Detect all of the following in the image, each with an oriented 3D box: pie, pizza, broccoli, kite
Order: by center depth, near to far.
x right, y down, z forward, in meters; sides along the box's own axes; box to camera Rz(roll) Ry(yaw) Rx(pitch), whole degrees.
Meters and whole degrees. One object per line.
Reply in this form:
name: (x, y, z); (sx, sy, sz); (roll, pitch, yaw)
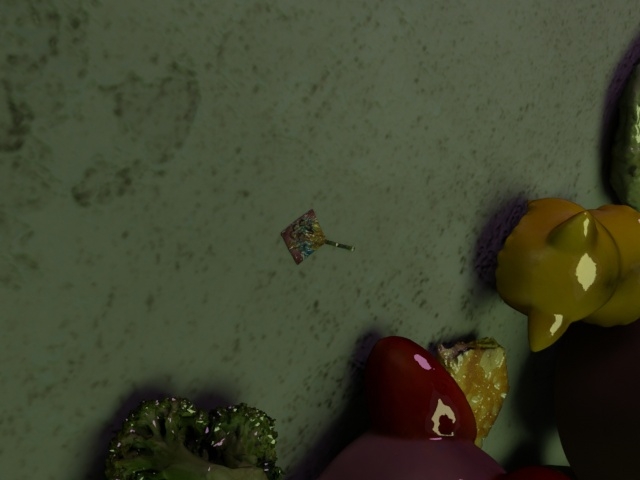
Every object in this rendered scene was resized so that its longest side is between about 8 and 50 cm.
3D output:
broccoli: (-0.088, 0.186, 0.446); (0.146, 0.138, 0.162); (-13, 76, -40)
kite: (-0.003, 0.005, 0.527); (0.078, 0.002, 0.044); (41, 79, -40)
pizza: (0.165, 0.165, 0.696); (0.099, 0.036, 0.160); (-34, 125, -25)
pie: (0.468, -0.156, 0.806); (0.307, 0.071, 0.306); (-14, 115, -34)

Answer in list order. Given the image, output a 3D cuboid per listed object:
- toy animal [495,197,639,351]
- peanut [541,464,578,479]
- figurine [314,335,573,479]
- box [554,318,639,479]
toy animal: (0.288, 0.030, 0.682); (0.230, 0.156, 0.155); (-4, 108, -41)
peanut: (0.341, 0.387, 0.851); (0.325, 0.140, 0.153); (23, 64, -46)
figurine: (0.102, 0.274, 0.557); (0.261, 0.270, 0.211); (-50, 135, -3)
box: (0.432, 0.189, 0.751); (0.301, 0.216, 0.300); (12, 73, -43)
